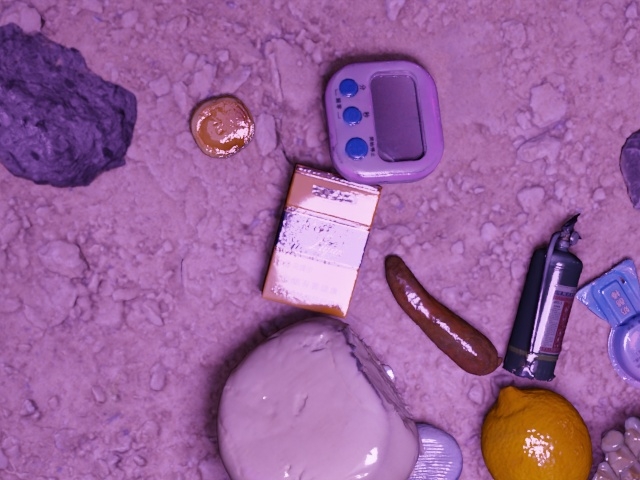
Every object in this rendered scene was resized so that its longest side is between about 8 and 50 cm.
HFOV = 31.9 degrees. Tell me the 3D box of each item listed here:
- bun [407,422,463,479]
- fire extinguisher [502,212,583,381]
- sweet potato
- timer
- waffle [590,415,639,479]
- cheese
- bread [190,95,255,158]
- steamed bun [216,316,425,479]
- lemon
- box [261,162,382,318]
[{"bbox_3d":[0.179,0.381,1.960,0.141,0.083,0.140,0,107,0],"label":"bun"},{"bbox_3d":[0.394,0.093,1.928,0.093,0.118,0.294,19,98,36],"label":"fire extinguisher"},{"bbox_3d":[0.202,0.137,1.938,0.273,0.075,0.075,43,93,-3],"label":"sweet potato"},{"bbox_3d":[0.104,-0.195,1.864,0.191,0.069,0.208,-4,77,-7],"label":"timer"},{"bbox_3d":[0.573,0.429,1.942,0.309,0.056,0.291,4,105,-31],"label":"waffle"},{"bbox_3d":[0.556,0.162,1.969,0.135,0.052,0.244,-33,97,-2],"label":"cheese"},{"bbox_3d":[-0.165,-0.191,1.891,0.110,0.024,0.110,0,97,-4],"label":"bread"},{"bbox_3d":[-0.002,0.317,1.856,0.312,0.233,0.333,-29,58,12],"label":"steamed bun"},{"bbox_3d":[0.370,0.355,1.917,0.187,0.187,0.244,-26,102,0],"label":"lemon"},{"bbox_3d":[0.000,0.000,1.907,0.152,0.070,0.237,15,98,-5],"label":"box"}]
